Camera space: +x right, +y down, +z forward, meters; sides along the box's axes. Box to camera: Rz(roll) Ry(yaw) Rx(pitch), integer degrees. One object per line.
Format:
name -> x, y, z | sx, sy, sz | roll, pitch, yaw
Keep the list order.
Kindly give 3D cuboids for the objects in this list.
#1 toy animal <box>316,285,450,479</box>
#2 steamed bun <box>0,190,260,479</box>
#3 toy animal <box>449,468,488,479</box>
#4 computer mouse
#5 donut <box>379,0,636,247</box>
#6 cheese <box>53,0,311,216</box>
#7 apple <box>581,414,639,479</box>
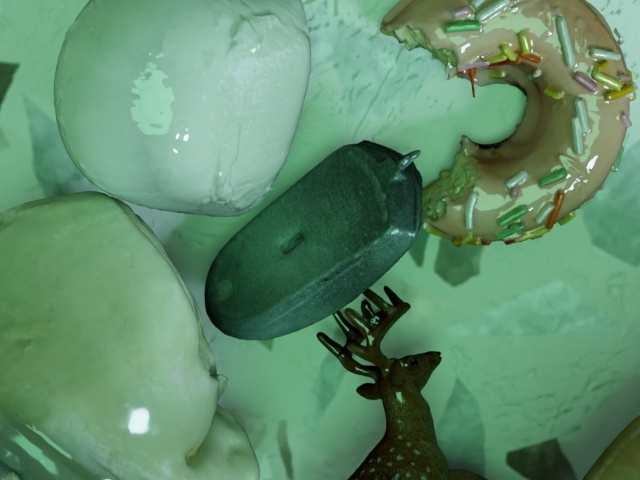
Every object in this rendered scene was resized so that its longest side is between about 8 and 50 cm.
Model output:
toy animal -> 0.051, 0.195, 0.738 | 0.243, 0.087, 0.260 | -44, 82, -8
steamed bun -> -0.228, 0.163, 0.700 | 0.352, 0.247, 0.339 | -25, 105, 16
toy animal -> 0.124, 0.297, 0.823 | 0.179, 0.089, 0.188 | 5, 106, -4
computer mouse -> 0.002, 0.003, 0.746 | 0.229, 0.068, 0.113 | -36, 58, 16
donut -> 0.158, -0.106, 0.721 | 0.199, 0.085, 0.232 | -11, 105, 3
cheese -> -0.109, -0.115, 0.685 | 0.154, 0.189, 0.198 | 21, 104, 28
apple -> 0.358, 0.286, 0.650 | 0.391, 0.391, 0.346 | -41, 100, 10
